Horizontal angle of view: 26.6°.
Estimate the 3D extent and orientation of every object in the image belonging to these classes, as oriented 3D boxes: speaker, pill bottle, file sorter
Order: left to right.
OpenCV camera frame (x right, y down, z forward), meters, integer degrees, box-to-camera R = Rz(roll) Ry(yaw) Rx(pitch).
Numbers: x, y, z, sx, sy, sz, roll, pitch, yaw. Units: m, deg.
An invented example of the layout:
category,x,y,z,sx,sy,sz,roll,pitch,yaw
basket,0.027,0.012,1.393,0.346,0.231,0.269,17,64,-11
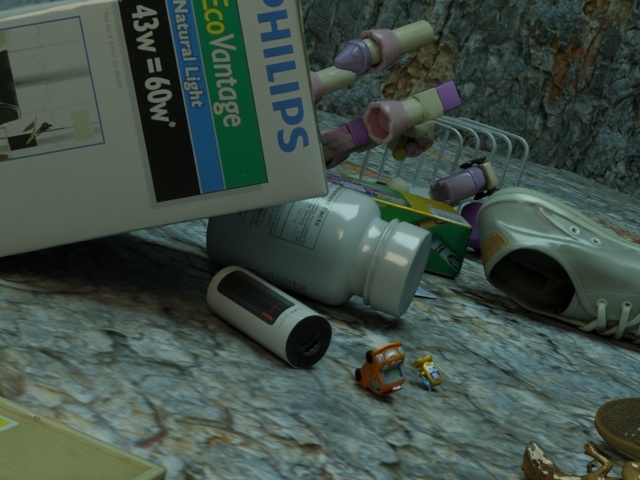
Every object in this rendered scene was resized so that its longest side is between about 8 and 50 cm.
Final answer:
category,x,y,z,sx,sy,sz,roll,pitch,yaw
speaker,-0.049,0.071,1.278,0.055,0.055,0.136,8,14,-41
pill bottle,0.000,0.000,1.512,0.229,0.131,0.131,20,11,14
file sorter,0.223,-0.132,2.440,0.193,0.173,0.278,23,12,32

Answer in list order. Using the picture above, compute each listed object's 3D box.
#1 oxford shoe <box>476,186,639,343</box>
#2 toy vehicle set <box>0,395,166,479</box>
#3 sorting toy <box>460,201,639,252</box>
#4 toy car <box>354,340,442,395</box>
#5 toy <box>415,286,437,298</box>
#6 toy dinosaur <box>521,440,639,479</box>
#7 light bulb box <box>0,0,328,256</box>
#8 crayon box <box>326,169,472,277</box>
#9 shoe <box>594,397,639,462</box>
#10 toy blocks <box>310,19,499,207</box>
category,x,y,z,sx,sy,sz,roll,pitch,yaw
oxford shoe,0.405,0.078,1.802,0.449,0.169,0.130,24,52,-2
toy vehicle set,-0.241,0.118,0.781,0.267,0.035,0.166,20,11,17
sorting toy,0.385,0.040,2.092,0.366,0.127,0.126,18,-19,20
toy car,0.085,0.119,1.250,0.122,0.060,0.040,-3,54,-45
toy,0.028,0.015,1.688,0.237,0.056,0.137,8,15,-40
toy dinosaur,0.265,0.210,1.083,0.212,0.064,0.112,13,25,33
light bulb box,-0.201,-0.151,1.370,0.361,0.225,0.358,-11,15,-5
crayon box,0.062,-0.035,1.929,0.279,0.081,0.165,15,10,-8
shoe,0.351,0.206,1.234,0.219,0.058,0.076,18,41,30
toy blocks,0.058,-0.149,2.127,0.260,0.308,0.289,-24,2,-35
